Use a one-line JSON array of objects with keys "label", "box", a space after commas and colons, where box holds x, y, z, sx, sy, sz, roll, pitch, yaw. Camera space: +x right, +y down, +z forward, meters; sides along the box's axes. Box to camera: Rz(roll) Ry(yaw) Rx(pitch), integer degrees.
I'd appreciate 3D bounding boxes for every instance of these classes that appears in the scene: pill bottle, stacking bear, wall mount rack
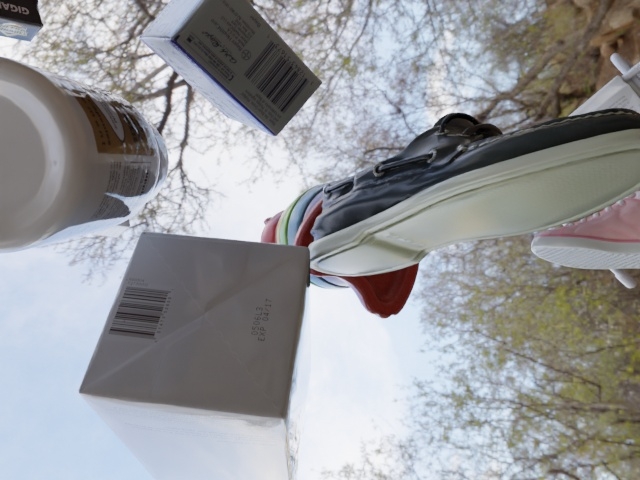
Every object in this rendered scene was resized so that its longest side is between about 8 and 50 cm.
[{"label": "pill bottle", "box": [-0.213, -0.069, 0.458, 0.229, 0.131, 0.131, -78, -26, -82]}, {"label": "stacking bear", "box": [0.000, 0.000, 0.798, 0.175, 0.289, 0.164, 35, -107, -22]}, {"label": "wall mount rack", "box": [0.467, -0.104, 0.833, 0.131, 0.350, 0.304, -2, -122, -45]}]

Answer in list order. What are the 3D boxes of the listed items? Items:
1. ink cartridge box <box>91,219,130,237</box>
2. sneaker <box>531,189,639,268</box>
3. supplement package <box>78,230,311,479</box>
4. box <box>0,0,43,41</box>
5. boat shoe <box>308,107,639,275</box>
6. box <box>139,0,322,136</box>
[{"label": "ink cartridge box", "box": [-0.364, -0.109, 0.698, 0.208, 0.045, 0.206, 12, -130, -46]}, {"label": "sneaker", "box": [0.267, -0.013, 0.494, 0.051, 0.135, 0.070, 45, -128, -54]}, {"label": "supplement package", "box": [-0.105, 0.153, 0.592, 0.292, 0.176, 0.177, 91, -175, -52]}, {"label": "box", "box": [-0.667, -0.517, 0.929, 0.296, 0.073, 0.293, -7, -102, -50]}, {"label": "boat shoe", "box": [0.115, -0.056, 0.484, 0.127, 0.340, 0.112, 15, -115, -33]}, {"label": "box", "box": [-0.089, -0.173, 0.515, 0.126, 0.137, 0.072, 40, -93, -34]}]
